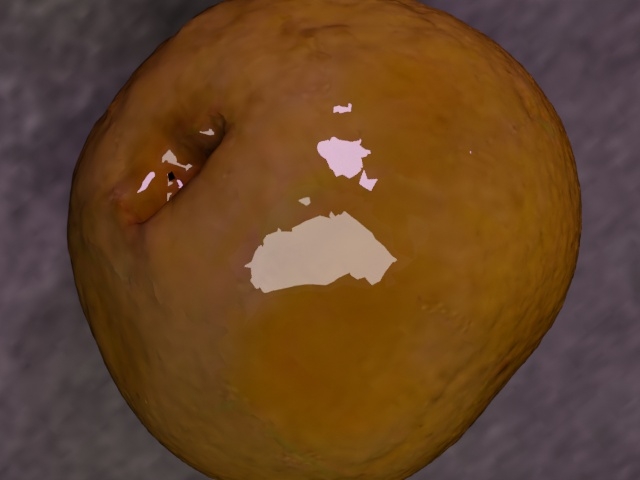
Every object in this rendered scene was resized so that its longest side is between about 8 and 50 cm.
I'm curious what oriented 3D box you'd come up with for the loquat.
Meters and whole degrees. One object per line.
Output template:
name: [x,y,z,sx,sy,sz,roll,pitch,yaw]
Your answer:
loquat: [0.000,0.000,0.545,0.208,0.208,0.208,-2,107,-8]
